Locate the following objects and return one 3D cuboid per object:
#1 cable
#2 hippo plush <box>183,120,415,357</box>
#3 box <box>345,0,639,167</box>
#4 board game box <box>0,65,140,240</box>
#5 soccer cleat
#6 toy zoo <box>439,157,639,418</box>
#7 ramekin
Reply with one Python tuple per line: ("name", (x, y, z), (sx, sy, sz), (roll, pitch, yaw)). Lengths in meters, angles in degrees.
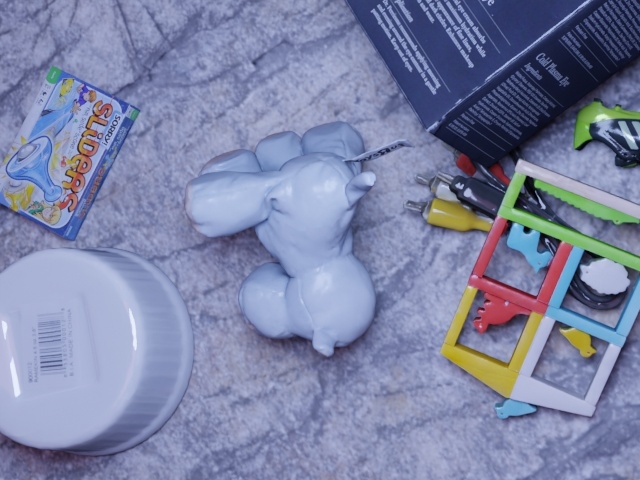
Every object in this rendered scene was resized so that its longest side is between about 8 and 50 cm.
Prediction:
("cable", (0.251, -0.031, 1.266), (0.287, 0.072, 0.139), (31, 82, 4))
("hippo plush", (0.000, 0.000, 1.265), (0.294, 0.234, 0.236), (-4, 113, 28))
("box", (0.198, -0.318, 1.177), (0.312, 0.179, 0.343), (-37, 63, 20))
("board game box", (-0.350, -0.119, 1.427), (0.136, 0.035, 0.201), (26, 90, 16))
("soccer cleat", (0.387, -0.115, 1.231), (0.179, 0.060, 0.072), (17, 97, 22))
("toy zoo", (0.264, 0.075, 1.215), (0.192, 0.030, 0.293), (23, 101, 8))
("ramekin", (-0.313, 0.138, 1.333), (0.277, 0.135, 0.277), (-2, 83, 14))
